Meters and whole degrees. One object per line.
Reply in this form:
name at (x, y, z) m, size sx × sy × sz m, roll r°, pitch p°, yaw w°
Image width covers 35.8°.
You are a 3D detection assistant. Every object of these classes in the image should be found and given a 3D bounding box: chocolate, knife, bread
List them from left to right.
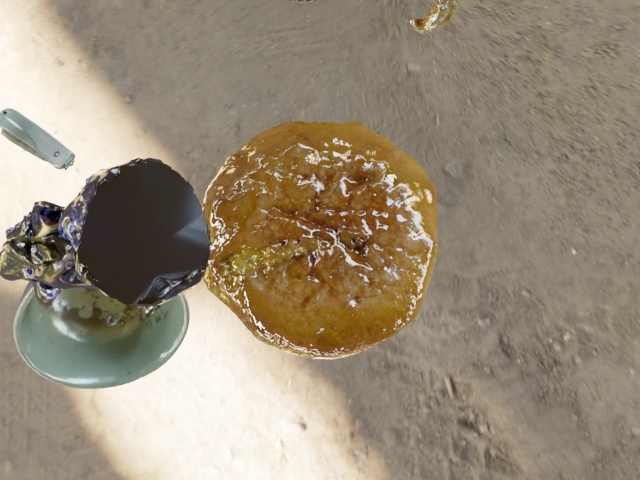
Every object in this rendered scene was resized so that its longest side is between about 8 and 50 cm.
knife at (-0.419, -0.147, 1.441) m, size 0.162 × 0.023 × 0.044 m, roll 33°, pitch 77°, yaw 29°
chocolate at (-0.236, 0.003, 0.954) m, size 0.148 × 0.343 × 0.126 m, roll -6°, pitch 90°, yaw -34°
bread at (-0.002, 0.005, 1.231) m, size 0.312 × 0.172 × 0.312 m, roll 0°, pitch 68°, yaw 1°

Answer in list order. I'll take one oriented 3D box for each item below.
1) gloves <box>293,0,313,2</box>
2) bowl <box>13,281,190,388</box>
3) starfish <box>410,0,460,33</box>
gloves at (-0.021, -0.413, 1.556) m, size 0.129 × 0.180 × 0.106 m, roll -4°, pitch 79°, yaw 17°
bowl at (-0.376, 0.102, 1.681) m, size 0.289 × 0.146 × 0.289 m, roll -11°, pitch 129°, yaw -13°
starfish at (0.157, -0.387, 1.025) m, size 0.327 × 0.094 × 0.375 m, roll -4°, pitch 129°, yaw -14°
